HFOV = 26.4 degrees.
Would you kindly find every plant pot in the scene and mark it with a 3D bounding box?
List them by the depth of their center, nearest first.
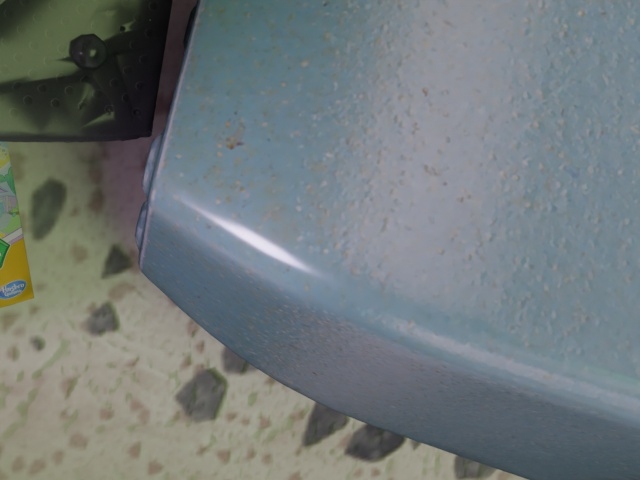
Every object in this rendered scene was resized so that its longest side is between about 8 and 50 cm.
[{"bbox_3d":[0.053,-0.037,0.619,0.252,0.248,0.247,13,75,-6],"label":"plant pot"}]

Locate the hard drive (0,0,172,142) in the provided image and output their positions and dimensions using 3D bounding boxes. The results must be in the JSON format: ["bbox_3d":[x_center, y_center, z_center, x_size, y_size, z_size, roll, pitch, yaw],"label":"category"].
[{"bbox_3d":[-0.183,-0.131,0.546,0.254,0.054,0.172,3,107,-25],"label":"hard drive"}]

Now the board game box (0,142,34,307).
[{"bbox_3d":[-0.212,-0.003,0.607,0.154,0.026,0.103,-18,114,-29],"label":"board game box"}]
